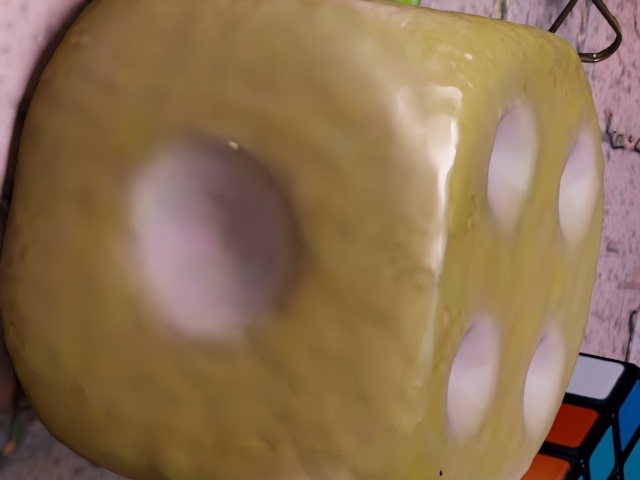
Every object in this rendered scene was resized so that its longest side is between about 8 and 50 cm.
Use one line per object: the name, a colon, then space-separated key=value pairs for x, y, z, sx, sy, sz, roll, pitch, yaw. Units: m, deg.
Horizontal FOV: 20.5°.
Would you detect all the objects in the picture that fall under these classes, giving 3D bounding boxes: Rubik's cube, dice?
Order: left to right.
dice: x=0.000 y=0.000 z=0.875 sx=0.233 sy=0.227 sz=0.238 roll=-3 pitch=103 yaw=-63
Rubik's cube: x=0.130 y=0.178 z=1.255 sx=0.160 sy=0.163 sz=0.162 roll=-49 pitch=138 yaw=-41

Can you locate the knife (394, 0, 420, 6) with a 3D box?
knife: x=0.067 y=-0.198 z=1.132 sx=0.054 sy=0.015 sz=0.212 roll=41 pitch=65 yaw=-58

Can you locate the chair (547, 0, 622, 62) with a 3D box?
chair: x=0.284 y=-0.282 z=1.377 sx=0.325 sy=0.170 sz=0.160 roll=-20 pitch=137 yaw=-6
